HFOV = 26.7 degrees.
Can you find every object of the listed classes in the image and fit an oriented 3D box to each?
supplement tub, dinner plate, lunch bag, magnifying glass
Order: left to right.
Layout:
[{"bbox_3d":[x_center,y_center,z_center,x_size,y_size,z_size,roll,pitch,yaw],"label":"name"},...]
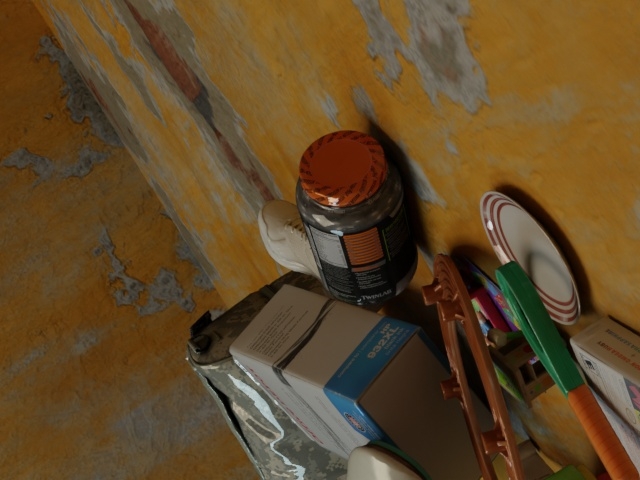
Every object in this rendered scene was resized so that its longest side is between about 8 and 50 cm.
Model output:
[{"bbox_3d":[-0.033,0.211,2.025,0.305,0.256,0.212,63,166,-24],"label":"lunch bag"},{"bbox_3d":[0.039,-0.025,1.470,0.117,0.117,0.190,48,164,36],"label":"supplement tub"},{"bbox_3d":[0.191,0.013,1.207,0.141,0.017,0.141,52,168,17],"label":"dinner plate"},{"bbox_3d":[0.211,0.114,1.176,0.231,0.026,0.092,62,179,34],"label":"magnifying glass"}]

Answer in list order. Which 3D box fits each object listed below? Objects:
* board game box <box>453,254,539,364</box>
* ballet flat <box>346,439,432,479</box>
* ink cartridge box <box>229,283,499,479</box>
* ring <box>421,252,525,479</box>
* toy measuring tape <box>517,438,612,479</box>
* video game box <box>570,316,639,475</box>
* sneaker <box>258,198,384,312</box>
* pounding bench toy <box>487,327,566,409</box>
[{"bbox_3d":[0.178,0.093,1.423,0.168,0.033,0.133,46,164,41],"label":"board game box"},{"bbox_3d":[0.080,0.364,1.653,0.139,0.139,0.400,52,169,23],"label":"ballet flat"},{"bbox_3d":[0.056,0.193,1.722,0.223,0.129,0.307,49,162,-29],"label":"ink cartridge box"},{"bbox_3d":[0.159,0.178,1.401,0.336,0.032,0.336,166,90,-89],"label":"ring"},{"bbox_3d":[0.252,0.266,1.430,0.121,0.121,0.330,62,178,-23],"label":"toy measuring tape"},{"bbox_3d":[0.303,0.181,1.120,0.205,0.048,0.187,63,170,-27],"label":"video game box"},{"bbox_3d":[0.000,0.000,1.803,0.232,0.090,0.115,39,153,31],"label":"sneaker"},{"bbox_3d":[0.199,0.103,1.287,0.052,0.065,0.083,42,161,53],"label":"pounding bench toy"}]
